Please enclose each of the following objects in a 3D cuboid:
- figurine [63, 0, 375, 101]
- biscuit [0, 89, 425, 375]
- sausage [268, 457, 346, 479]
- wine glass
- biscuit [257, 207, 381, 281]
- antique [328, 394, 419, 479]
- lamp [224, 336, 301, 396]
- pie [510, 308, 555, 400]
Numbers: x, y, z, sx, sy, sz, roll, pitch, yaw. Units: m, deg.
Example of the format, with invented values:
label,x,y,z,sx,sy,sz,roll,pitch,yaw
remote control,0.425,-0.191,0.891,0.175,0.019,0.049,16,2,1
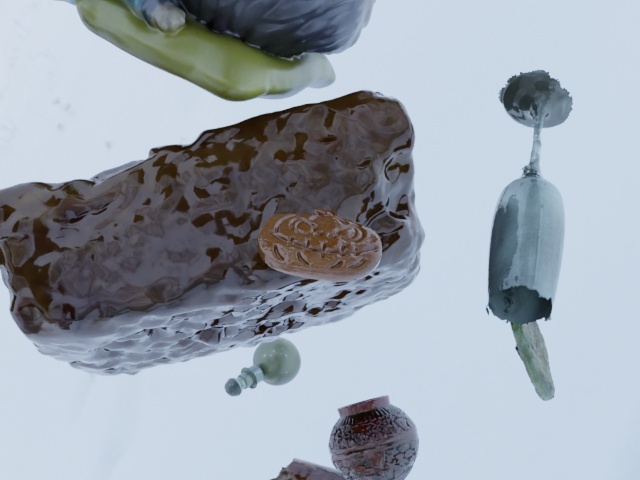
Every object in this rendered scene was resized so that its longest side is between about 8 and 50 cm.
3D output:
label,x,y,z,sx,sy,sz,roll,pitch,yaw
figurine,-0.089,-0.348,0.763,0.266,0.361,0.377,-74,7,-70
biscuit,-0.096,0.016,0.876,0.342,0.395,0.166,87,166,-73
sausage,0.059,0.357,1.157,0.302,0.103,0.076,5,79,41
wine glass,0.180,-0.038,0.756,0.074,0.074,0.262,-35,30,44
biscuit,0.000,0.000,0.640,0.078,0.091,0.015,-81,-3,-52
antique,0.058,0.221,0.942,0.104,0.104,0.104,-40,36,39
lamp,-0.109,0.240,1.600,0.091,0.163,0.091,22,125,36
pie,0.178,0.095,0.736,0.021,0.084,0.084,-20,46,19
